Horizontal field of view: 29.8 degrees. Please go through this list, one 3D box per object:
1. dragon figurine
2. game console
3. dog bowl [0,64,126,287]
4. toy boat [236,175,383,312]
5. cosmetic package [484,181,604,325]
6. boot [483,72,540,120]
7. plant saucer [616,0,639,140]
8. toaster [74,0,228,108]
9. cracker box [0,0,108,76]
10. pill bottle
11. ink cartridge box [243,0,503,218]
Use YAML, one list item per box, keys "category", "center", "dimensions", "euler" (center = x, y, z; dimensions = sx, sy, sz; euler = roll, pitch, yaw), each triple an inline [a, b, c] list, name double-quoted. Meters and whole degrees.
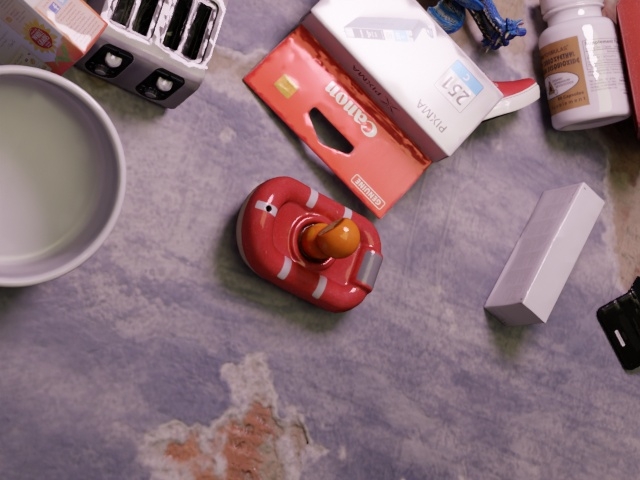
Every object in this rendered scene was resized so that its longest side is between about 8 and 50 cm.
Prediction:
- category: "dragon figurine"
  center: [0.203, -0.382, 1.870]
  dimensions: [0.289, 0.085, 0.144]
  euler: [10, 60, -38]
- category: "game console"
  center: [0.531, 0.140, 2.040]
  dimensions: [0.107, 0.071, 0.122]
  euler: [-29, 97, 1]
- category: "dog bowl"
  center: [-0.376, -0.081, 1.461]
  dimensions: [0.265, 0.104, 0.264]
  euler: [-3, 100, -19]
- category: "toy boat"
  center: [0.000, 0.000, 1.679]
  dimensions: [0.231, 0.151, 0.151]
  euler: [28, 69, -23]
- category: "cosmetic package"
  center: [0.357, 0.023, 1.909]
  dimensions: [0.060, 0.099, 0.239]
  euler: [39, 66, -18]
- category: "boot"
  center: [0.227, -0.267, 1.890]
  dimensions: [0.244, 0.088, 0.176]
  euler: [-18, 90, -27]
- category: "plant saucer"
  center: [0.534, -0.282, 2.010]
  dimensions: [0.048, 0.259, 0.258]
  euler: [-10, 86, 13]
- category: "toaster"
  center: [-0.227, -0.293, 1.620]
  dimensions: [0.168, 0.110, 0.185]
  euler: [24, 71, -25]
- category: "cracker box"
  center: [-0.399, -0.298, 1.493]
  dimensions: [0.232, 0.156, 0.067]
  euler: [42, 53, -18]
- category: "pill bottle"
  center: [0.429, -0.304, 1.981]
  dimensions: [0.131, 0.131, 0.229]
  euler: [-7, 85, -30]
- category: "ink cartridge box"
  center: [0.081, -0.225, 1.764]
  dimensions: [0.296, 0.066, 0.261]
  euler: [45, 73, -7]
